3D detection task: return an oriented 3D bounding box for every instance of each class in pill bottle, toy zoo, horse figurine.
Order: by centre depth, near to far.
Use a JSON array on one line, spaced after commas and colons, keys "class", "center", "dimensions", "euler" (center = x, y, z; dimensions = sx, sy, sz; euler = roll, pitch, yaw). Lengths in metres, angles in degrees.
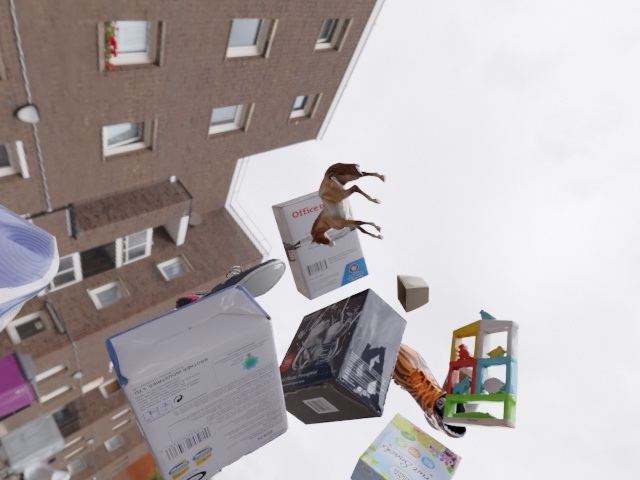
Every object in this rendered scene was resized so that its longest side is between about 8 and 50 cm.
[{"class": "horse figurine", "center": [0.055, -0.081, 0.936], "dimensions": [0.175, 0.066, 0.263], "euler": [13, -41, 19]}, {"class": "toy zoo", "center": [0.404, 0.313, 1.056], "dimensions": [0.030, 0.293, 0.192], "euler": [29, -32, -20]}, {"class": "pill bottle", "center": [0.473, 0.518, 1.414], "dimensions": [0.131, 0.131, 0.229], "euler": [25, -80, 39]}]

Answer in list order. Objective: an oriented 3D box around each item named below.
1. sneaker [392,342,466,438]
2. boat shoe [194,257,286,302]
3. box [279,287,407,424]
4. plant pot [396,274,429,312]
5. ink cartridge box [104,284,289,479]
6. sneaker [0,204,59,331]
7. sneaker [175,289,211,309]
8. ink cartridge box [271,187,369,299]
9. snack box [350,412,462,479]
[{"class": "sneaker", "center": [0.319, 0.432, 1.226], "dimensions": [0.321, 0.125, 0.180], "euler": [50, -13, 4]}, {"class": "boat shoe", "center": [-0.204, 0.119, 1.070], "dimensions": [0.079, 0.254, 0.095], "euler": [38, -21, 43]}, {"class": "box", "center": [0.049, 0.354, 1.263], "dimensions": [0.179, 0.312, 0.343], "euler": [43, -44, -15]}, {"class": "plant pot", "center": [0.349, 0.192, 1.576], "dimensions": [0.109, 0.096, 0.109], "euler": [-111, -167, -65]}, {"class": "ink cartridge box", "center": [-0.223, 0.323, 0.850], "dimensions": [0.151, 0.270, 0.395], "euler": [36, -41, 48]}, {"class": "sneaker", "center": [-0.319, 0.095, 0.290], "dimensions": [0.127, 0.182, 0.315], "euler": [47, 12, -37]}, {"class": "sneaker", "center": [-0.359, 0.218, 1.453], "dimensions": [0.299, 0.112, 0.120], "euler": [0, -80, 28]}, {"class": "ink cartridge box", "center": [0.000, 0.000, 1.729], "dimensions": [0.166, 0.286, 0.394], "euler": [17, -55, 66]}, {"class": "snack box", "center": [0.193, 0.499, 0.923], "dimensions": [0.174, 0.207, 0.070], "euler": [28, -67, 27]}]
